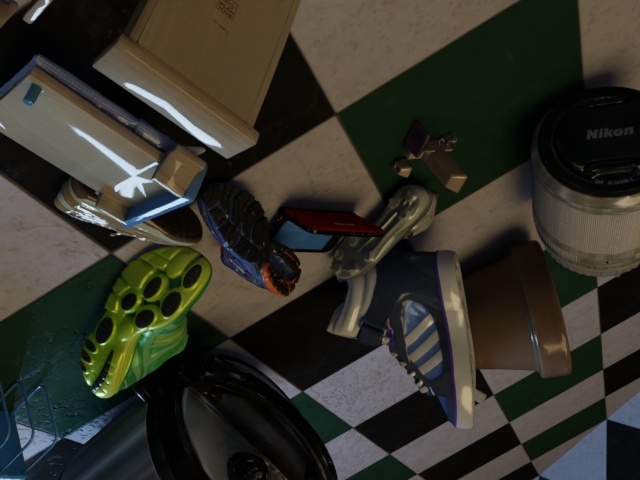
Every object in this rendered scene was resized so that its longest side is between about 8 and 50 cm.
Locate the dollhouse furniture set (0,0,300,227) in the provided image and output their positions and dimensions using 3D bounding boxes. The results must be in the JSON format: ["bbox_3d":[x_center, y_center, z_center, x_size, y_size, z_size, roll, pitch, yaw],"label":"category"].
[{"bbox_3d":[-0.209,-0.188,0.695,0.286,0.198,0.303,34,147,-31],"label":"dollhouse furniture set"}]

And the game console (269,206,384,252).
[{"bbox_3d":[0.000,0.000,1.079,0.144,0.124,0.085,2,110,-38],"label":"game console"}]

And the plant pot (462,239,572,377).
[{"bbox_3d":[0.340,0.153,1.405,0.229,0.263,0.263,-15,148,11],"label":"plant pot"}]

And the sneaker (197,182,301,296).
[{"bbox_3d":[-0.113,0.005,1.003,0.087,0.083,0.221,4,143,33],"label":"sneaker"}]

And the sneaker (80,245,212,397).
[{"bbox_3d":[-0.245,0.110,1.053,0.295,0.109,0.123,-48,161,28],"label":"sneaker"}]

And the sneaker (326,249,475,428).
[{"bbox_3d":[0.135,0.173,1.241,0.236,0.323,0.130,-7,-166,15],"label":"sneaker"}]

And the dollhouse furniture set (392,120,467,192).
[{"bbox_3d":[0.177,-0.103,1.038,0.081,0.114,0.091,-9,140,-33],"label":"dollhouse furniture set"}]

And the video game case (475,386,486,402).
[{"bbox_3d":[0.212,0.237,1.438,0.026,0.206,0.227,-54,144,0],"label":"video game case"}]

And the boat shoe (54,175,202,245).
[{"bbox_3d":[-0.235,-0.032,0.894,0.072,0.068,0.190,-33,138,30],"label":"boat shoe"}]

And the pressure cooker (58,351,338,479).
[{"bbox_3d":[-0.189,0.406,1.224,0.420,0.375,0.370,-41,141,21],"label":"pressure cooker"}]

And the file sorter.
[{"bbox_3d":[-0.491,0.269,1.059,0.104,0.118,0.170,-44,144,16],"label":"file sorter"}]

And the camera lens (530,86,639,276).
[{"bbox_3d":[0.449,-0.089,1.151,0.219,0.219,0.274,-28,147,0],"label":"camera lens"}]

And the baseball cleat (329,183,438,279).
[{"bbox_3d":[0.110,-0.005,1.160,0.206,0.072,0.109,-43,151,28],"label":"baseball cleat"}]
